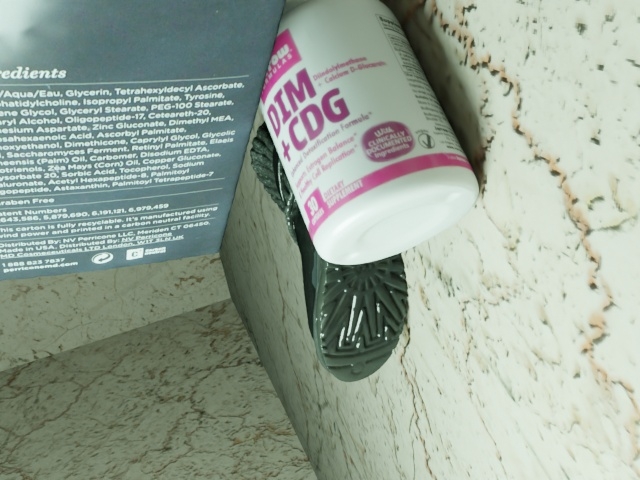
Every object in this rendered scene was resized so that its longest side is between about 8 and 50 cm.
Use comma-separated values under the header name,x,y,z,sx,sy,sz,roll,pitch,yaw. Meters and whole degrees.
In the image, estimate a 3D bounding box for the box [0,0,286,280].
name,x,y,z,sx,sy,sz,roll,pitch,yaw
box,-0.255,-0.286,0.712,0.471,0.297,0.479,114,143,-55

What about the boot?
name,x,y,z,sx,sy,sz,roll,pitch,yaw
boot,0.004,-0.002,0.989,0.260,0.131,0.347,-151,55,-62

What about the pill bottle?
name,x,y,z,sx,sy,sz,roll,pitch,yaw
pill bottle,0.025,-0.133,0.680,0.160,0.160,0.283,105,146,-66
